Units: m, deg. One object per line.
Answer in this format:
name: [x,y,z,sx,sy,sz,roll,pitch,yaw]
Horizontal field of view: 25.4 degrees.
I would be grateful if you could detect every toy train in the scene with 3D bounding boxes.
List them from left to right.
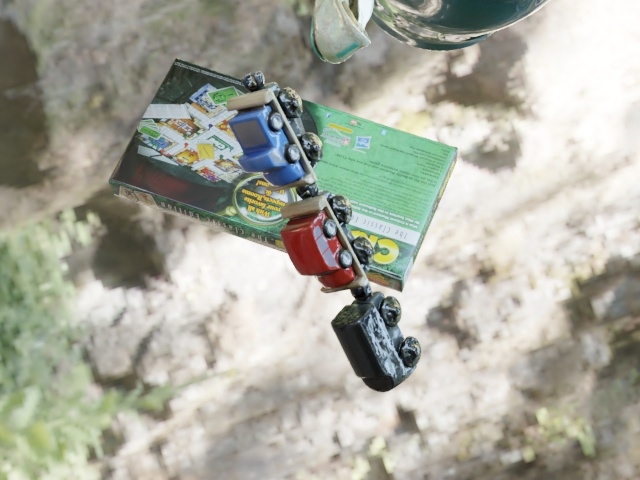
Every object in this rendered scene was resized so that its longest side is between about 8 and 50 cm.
toy train: [0.000,0.000,0.618,0.027,0.036,0.158,-8,-63,42]

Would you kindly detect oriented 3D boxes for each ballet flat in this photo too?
ballet flat: [0.022,-0.221,1.192,0.057,0.052,0.168,34,44,-46]

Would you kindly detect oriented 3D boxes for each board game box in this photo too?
board game box: [-0.030,-0.058,1.178,0.030,0.259,0.136,88,24,-59]

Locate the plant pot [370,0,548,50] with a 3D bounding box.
plant pot: [0.138,-0.319,1.409,0.255,0.271,0.271,118,-46,-70]
